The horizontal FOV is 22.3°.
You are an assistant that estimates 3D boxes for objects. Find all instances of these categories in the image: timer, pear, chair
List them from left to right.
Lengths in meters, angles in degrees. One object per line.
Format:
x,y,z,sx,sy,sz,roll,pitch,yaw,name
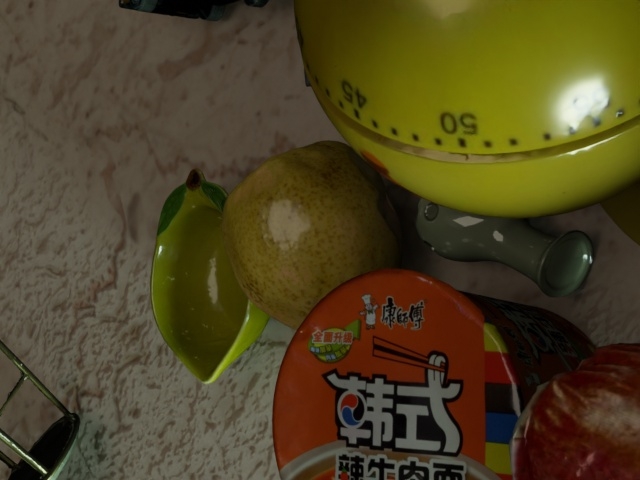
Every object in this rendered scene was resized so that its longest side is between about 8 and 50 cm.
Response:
-0.308,0.251,1.725,0.325,0.170,0.160,41,117,-15,chair
0.000,0.000,1.458,0.178,0.178,0.178,-2,86,40,pear
0.160,-0.162,1.255,0.376,0.387,0.376,-11,49,13,timer

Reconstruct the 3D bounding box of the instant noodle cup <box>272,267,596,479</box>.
0.115,0.151,1.335,0.250,0.192,0.250,-3,86,40,instant noodle cup

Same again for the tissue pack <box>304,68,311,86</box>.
0.034,-0.227,1.515,0.112,0.051,0.156,-10,81,36,tissue pack

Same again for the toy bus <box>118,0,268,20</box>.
-0.109,-0.282,1.578,0.201,0.098,0.114,-6,81,57,toy bus

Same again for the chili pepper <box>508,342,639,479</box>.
0.310,0.211,1.153,0.305,0.229,0.251,23,138,40,chili pepper

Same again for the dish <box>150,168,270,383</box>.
-0.093,0.034,1.587,0.149,0.080,0.208,-3,87,43,dish

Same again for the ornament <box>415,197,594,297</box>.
0.151,-0.008,1.391,0.156,0.075,0.081,27,107,39,ornament
